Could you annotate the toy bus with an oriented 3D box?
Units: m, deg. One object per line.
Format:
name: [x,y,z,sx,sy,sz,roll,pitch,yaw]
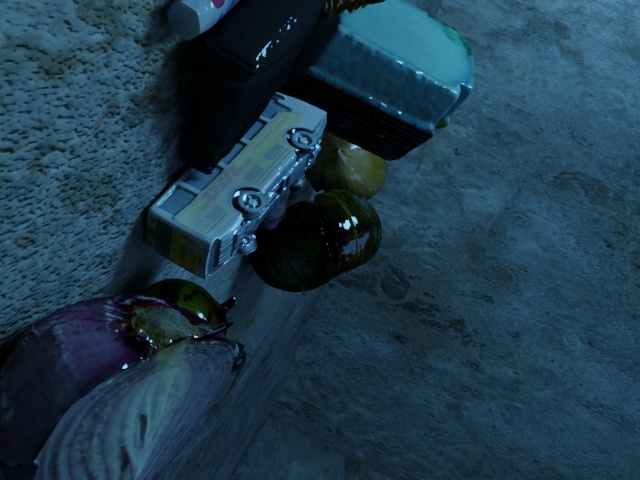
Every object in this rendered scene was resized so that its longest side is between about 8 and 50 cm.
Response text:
toy bus: [-0.109,-0.091,0.927,0.343,0.138,0.097,-57,170,-40]

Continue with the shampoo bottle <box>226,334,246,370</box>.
shampoo bottle: [-0.228,0.291,1.627,0.057,0.063,0.208,-51,170,-20]

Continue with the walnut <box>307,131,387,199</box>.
walnut: [0.067,-0.198,1.591,0.203,0.203,0.298,-64,169,-5]

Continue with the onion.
onion: [-0.262,0.204,0.723,0.267,0.159,0.349,-4,125,-54]

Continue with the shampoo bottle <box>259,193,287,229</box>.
shampoo bottle: [-0.097,-0.100,1.250,0.072,0.072,0.214,-60,171,-34]

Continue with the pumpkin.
pumpkin: [0.000,0.000,1.470,0.320,0.192,0.320,-27,176,-2]

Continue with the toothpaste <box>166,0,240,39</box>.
toothpaste: [-0.111,-0.280,0.709,0.195,0.042,0.067,-65,175,-47]

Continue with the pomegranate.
pomegranate: [-0.222,0.145,0.878,0.220,0.156,0.156,-41,157,-47]

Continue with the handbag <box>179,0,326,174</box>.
handbag: [-0.083,-0.223,0.826,0.247,0.080,0.223,-59,180,-35]

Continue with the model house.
model house: [0.091,-0.275,1.128,0.249,0.280,0.230,-50,-159,44]

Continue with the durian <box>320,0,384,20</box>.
durian: [0.077,-0.454,0.889,0.305,0.195,0.185,-64,166,10]
